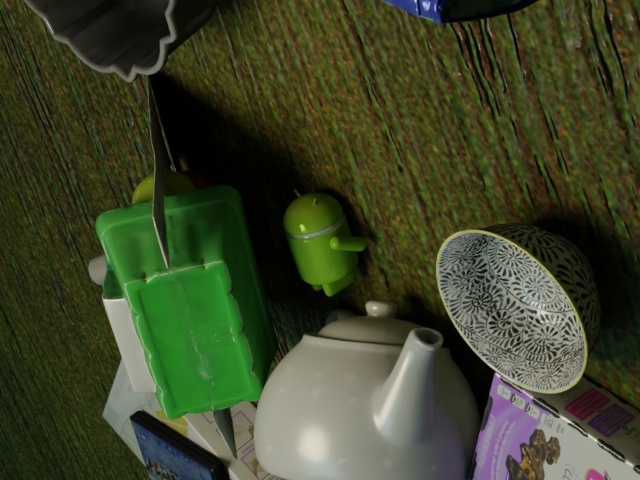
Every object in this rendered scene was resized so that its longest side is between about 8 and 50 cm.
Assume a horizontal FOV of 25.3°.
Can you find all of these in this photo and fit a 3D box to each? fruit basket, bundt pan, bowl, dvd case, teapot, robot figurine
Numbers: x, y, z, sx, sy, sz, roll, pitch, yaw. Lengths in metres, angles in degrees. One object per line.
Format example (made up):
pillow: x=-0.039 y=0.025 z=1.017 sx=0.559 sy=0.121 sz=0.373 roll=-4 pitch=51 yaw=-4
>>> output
fruit basket: x=-0.161 y=0.021 z=1.592 sx=0.353 sy=0.165 sz=0.327 roll=-115 pitch=10 yaw=-55
bundt pan: x=-0.206 y=-0.330 z=1.407 sx=0.331 sy=0.124 sz=0.331 roll=36 pitch=145 yaw=31
bowl: x=0.191 y=0.044 z=1.267 sx=0.170 sy=0.080 sz=0.170 roll=35 pitch=144 yaw=30
dvd case: x=-0.173 y=0.365 z=1.974 sx=0.180 sy=0.022 sz=0.253 roll=24 pitch=138 yaw=40
teapot: x=0.052 y=0.155 z=1.476 sx=0.256 sy=0.252 sz=0.187 roll=4 pitch=87 yaw=30
robot figurine: x=0.000 y=0.000 z=1.504 sx=0.101 sy=0.067 sz=0.115 roll=23 pitch=138 yaw=54

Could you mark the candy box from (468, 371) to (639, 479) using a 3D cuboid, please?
candy box: x=0.245 y=0.222 z=1.350 sx=0.196 sy=0.070 sz=0.165 roll=33 pitch=131 yaw=32

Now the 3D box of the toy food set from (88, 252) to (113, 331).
toy food set: x=-0.206 y=0.074 z=1.837 sx=0.104 sy=0.111 sz=0.232 roll=-19 pitch=100 yaw=38

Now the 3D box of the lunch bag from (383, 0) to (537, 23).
lunch bag: x=0.091 y=-0.218 z=1.072 sx=0.128 sy=0.151 sz=0.096 roll=28 pitch=141 yaw=39

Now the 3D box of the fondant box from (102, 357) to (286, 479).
fondant box: x=-0.154 y=0.296 z=1.994 sx=0.330 sy=0.096 sz=0.238 roll=46 pitch=149 yaw=12
